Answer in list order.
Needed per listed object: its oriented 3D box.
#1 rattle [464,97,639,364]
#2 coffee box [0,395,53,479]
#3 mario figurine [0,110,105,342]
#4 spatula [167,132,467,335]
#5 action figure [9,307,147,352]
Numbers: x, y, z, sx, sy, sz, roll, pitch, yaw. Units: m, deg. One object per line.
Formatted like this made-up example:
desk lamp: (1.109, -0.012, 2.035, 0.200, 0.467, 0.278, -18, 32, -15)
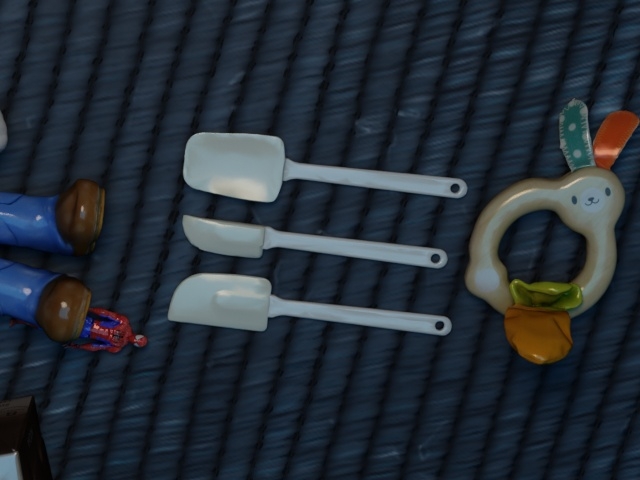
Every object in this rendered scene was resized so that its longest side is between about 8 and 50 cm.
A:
rattle: (0.201, -0.014, 1.514, 0.130, 0.143, 0.200, 37, 102, 9)
coffee box: (-0.370, 0.224, 1.498, 0.297, 0.168, 0.119, -9, 101, -2)
mario figurine: (-0.333, -0.006, 1.449, 0.320, 0.198, 0.170, 8, 132, -11)
spatula: (0.000, 0.000, 1.559, 0.242, 0.019, 0.168, 6, 99, -5)
action figure: (-0.201, 0.072, 1.554, 0.115, 0.030, 0.038, 13, 94, -8)
